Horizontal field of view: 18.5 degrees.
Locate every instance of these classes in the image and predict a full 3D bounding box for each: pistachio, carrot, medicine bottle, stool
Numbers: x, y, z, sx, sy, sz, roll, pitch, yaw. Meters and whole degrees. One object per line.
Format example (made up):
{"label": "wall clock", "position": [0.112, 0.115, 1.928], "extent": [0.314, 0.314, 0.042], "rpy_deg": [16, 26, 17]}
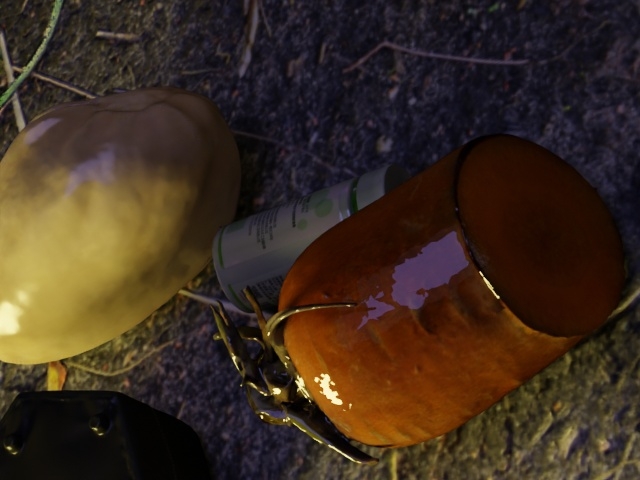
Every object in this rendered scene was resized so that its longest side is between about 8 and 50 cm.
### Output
{"label": "pistachio", "position": [-0.210, -0.015, 1.845], "extent": [0.318, 0.214, 0.193], "rpy_deg": [-52, 7, 16]}
{"label": "carrot", "position": [0.069, 0.065, 1.599], "extent": [0.331, 0.214, 0.193], "rpy_deg": [-32, 89, 23]}
{"label": "medicine bottle", "position": [0.000, 0.000, 1.750], "extent": [0.183, 0.086, 0.086], "rpy_deg": [-19, 60, 26]}
{"label": "stool", "position": [-0.209, 0.245, 1.747], "extent": [0.232, 0.141, 0.232], "rpy_deg": [-15, 62, 29]}
